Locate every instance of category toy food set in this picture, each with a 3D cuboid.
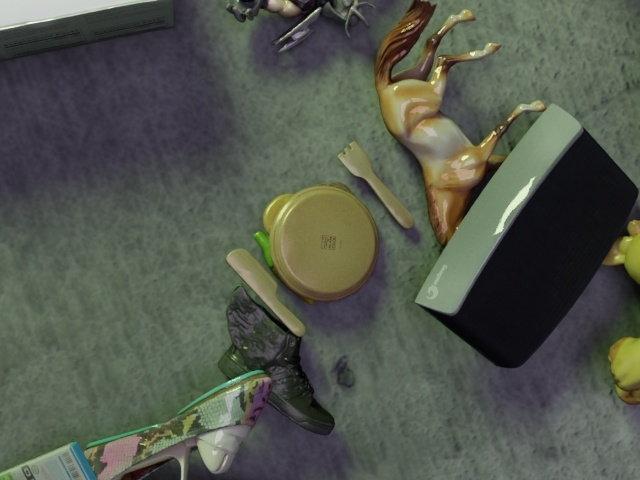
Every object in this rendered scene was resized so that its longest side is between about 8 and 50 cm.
[{"bbox_3d":[0.000,0.000,1.013,0.192,0.038,0.132,-42,99,-17],"label":"toy food set"}]

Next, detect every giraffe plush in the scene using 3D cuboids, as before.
[{"bbox_3d":[0.381,0.060,1.019,0.181,0.210,0.171,-11,63,-2],"label":"giraffe plush"}]

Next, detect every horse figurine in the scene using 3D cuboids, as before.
[{"bbox_3d":[0.138,-0.127,1.007,0.174,0.066,0.263,-37,105,4],"label":"horse figurine"}]

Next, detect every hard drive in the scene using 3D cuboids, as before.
[{"bbox_3d":[0.228,0.004,1.006,0.172,0.054,0.255,38,86,-34],"label":"hard drive"}]

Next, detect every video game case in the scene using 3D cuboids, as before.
[{"bbox_3d":[-0.286,0.283,0.955,0.166,0.015,0.119,-24,96,17],"label":"video game case"}]

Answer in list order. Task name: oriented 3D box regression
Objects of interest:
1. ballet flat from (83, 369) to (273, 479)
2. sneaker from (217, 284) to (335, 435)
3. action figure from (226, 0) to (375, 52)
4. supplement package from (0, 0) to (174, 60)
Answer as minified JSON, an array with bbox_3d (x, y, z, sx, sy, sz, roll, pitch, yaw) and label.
[{"bbox_3d":[-0.138,0.208,0.955,0.221,0.077,0.079,-25,63,8],"label":"ballet flat"},{"bbox_3d":[-0.039,0.127,1.001,0.170,0.051,0.089,34,91,-5],"label":"sneaker"},{"bbox_3d":[-0.050,-0.318,0.964,0.285,0.099,0.185,46,80,-10],"label":"action figure"},{"bbox_3d":[-0.288,-0.290,0.903,0.261,0.145,0.204,-13,94,-8],"label":"supplement package"}]
